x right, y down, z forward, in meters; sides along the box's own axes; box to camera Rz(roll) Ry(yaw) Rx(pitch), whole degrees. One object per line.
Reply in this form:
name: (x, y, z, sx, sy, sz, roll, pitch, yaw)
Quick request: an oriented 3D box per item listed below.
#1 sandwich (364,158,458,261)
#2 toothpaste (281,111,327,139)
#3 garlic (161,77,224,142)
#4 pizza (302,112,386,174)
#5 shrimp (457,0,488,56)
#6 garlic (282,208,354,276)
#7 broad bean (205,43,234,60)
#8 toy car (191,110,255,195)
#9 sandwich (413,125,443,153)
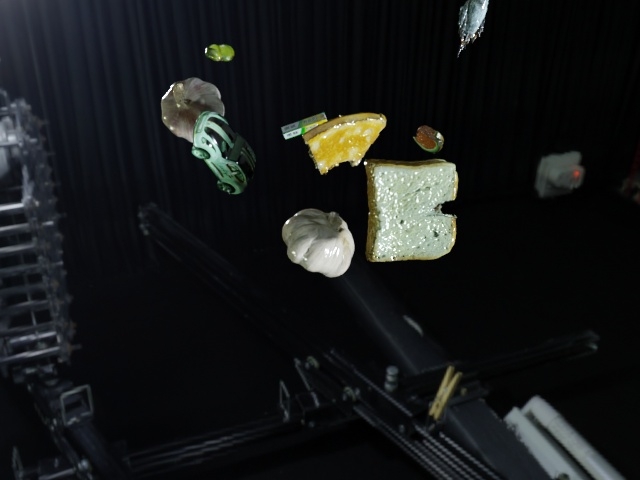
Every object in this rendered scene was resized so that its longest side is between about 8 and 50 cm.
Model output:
sandwich: (0.242, -0.082, 1.745, 0.249, 0.273, 0.095, -3, -165, -6)
toothpaste: (-0.060, -0.441, 2.520, 0.178, 0.037, 0.043, -18, -122, 5)
garlic: (-0.496, -0.514, 2.460, 0.245, 0.245, 0.253, 6, 170, 8)
pizza: (0.065, -0.331, 2.169, 0.323, 0.223, 0.089, -18, -123, -26)
shrimp: (0.477, -0.700, 2.091, 0.090, 0.233, 0.079, 10, -159, -23)
garlic: (0.002, -0.002, 1.932, 0.228, 0.152, 0.228, 23, -137, -23)
broad bean: (-0.313, -0.595, 2.070, 0.070, 0.048, 0.213, 27, -158, -4)
toy car: (-0.279, -0.263, 1.999, 0.125, 0.306, 0.136, 5, -120, 22)
sandwich: (0.251, -0.232, 1.498, 0.026, 0.101, 0.069, -41, -96, -9)
